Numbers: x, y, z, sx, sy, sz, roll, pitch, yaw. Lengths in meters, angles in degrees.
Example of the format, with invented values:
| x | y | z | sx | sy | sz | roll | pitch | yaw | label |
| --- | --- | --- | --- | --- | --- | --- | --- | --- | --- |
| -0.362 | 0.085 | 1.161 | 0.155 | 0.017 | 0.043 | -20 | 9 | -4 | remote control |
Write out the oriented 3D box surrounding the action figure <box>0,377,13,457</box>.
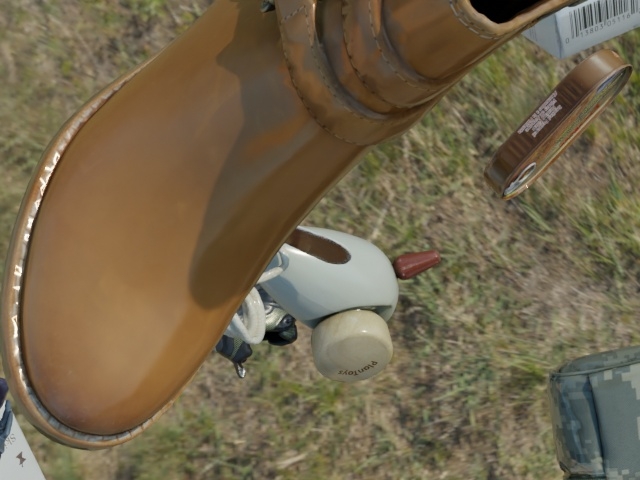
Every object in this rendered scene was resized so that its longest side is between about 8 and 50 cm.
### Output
| x | y | z | sx | sy | sz | roll | pitch | yaw | label |
| --- | --- | --- | --- | --- | --- | --- | --- | --- | --- |
| -0.239 | 0.176 | 0.724 | 0.099 | 0.185 | 0.285 | -47 | 36 | 11 | action figure |

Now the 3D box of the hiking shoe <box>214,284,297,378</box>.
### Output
| x | y | z | sx | sy | sz | roll | pitch | yaw | label |
| --- | --- | --- | --- | --- | --- | --- | --- | --- | --- |
| -0.064 | 0.084 | 1.530 | 0.227 | 0.086 | 0.114 | -42 | 95 | -25 | hiking shoe |

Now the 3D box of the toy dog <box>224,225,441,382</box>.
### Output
| x | y | z | sx | sy | sz | roll | pitch | yaw | label |
| --- | --- | --- | --- | --- | --- | --- | --- | --- | --- |
| 0.000 | 0.000 | 1.114 | 0.161 | 0.334 | 0.220 | -32 | 61 | 15 | toy dog |

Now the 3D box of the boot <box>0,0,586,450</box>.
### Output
| x | y | z | sx | sy | sz | roll | pitch | yaw | label |
| --- | --- | --- | --- | --- | --- | --- | --- | --- | --- |
| 0.000 | -0.045 | 0.420 | 0.283 | 0.109 | 0.220 | -56 | 24 | -21 | boot |

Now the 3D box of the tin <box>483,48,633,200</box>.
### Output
| x | y | z | sx | sy | sz | roll | pitch | yaw | label |
| --- | --- | --- | --- | --- | --- | --- | --- | --- | --- |
| 0.244 | -0.120 | 1.175 | 0.189 | 0.106 | 0.040 | -48 | 69 | 15 | tin |

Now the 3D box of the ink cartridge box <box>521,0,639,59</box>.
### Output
| x | y | z | sx | sy | sz | roll | pitch | yaw | label |
| --- | --- | --- | --- | --- | --- | --- | --- | --- | --- |
| 0.383 | -0.429 | 1.689 | 0.308 | 0.091 | 0.385 | -24 | 39 | -10 | ink cartridge box |

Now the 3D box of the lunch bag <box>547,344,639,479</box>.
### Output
| x | y | z | sx | sy | sz | roll | pitch | yaw | label |
| --- | --- | --- | --- | --- | --- | --- | --- | --- | --- |
| 0.337 | 0.200 | 0.893 | 0.305 | 0.212 | 0.255 | -11 | 79 | 11 | lunch bag |

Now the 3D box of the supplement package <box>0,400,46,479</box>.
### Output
| x | y | z | sx | sy | sz | roll | pitch | yaw | label |
| --- | --- | --- | --- | --- | --- | --- | --- | --- | --- |
| -0.399 | 0.268 | 0.992 | 0.204 | 0.262 | 0.145 | -3 | 117 | 36 | supplement package |
